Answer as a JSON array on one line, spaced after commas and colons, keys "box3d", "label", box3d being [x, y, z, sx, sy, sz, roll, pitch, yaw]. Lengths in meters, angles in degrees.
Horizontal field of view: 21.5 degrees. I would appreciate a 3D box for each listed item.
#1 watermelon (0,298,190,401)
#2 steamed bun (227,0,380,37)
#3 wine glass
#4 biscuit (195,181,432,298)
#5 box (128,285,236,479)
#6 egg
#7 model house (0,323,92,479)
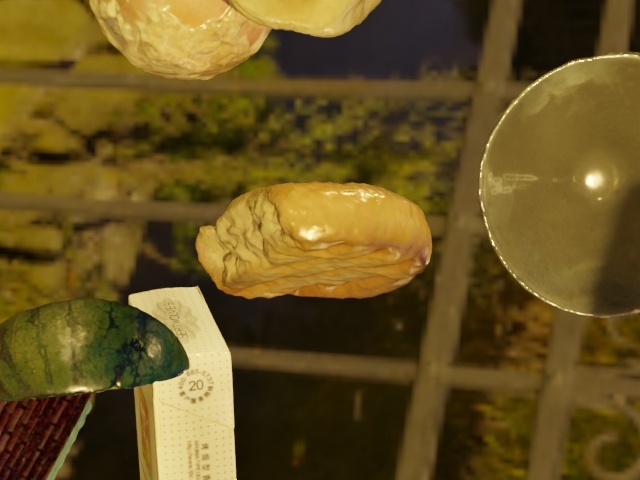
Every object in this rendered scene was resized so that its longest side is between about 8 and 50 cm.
[{"box3d": [-0.191, 0.102, 1.275, 0.075, 0.181, 0.092, -99, -177, -45], "label": "watermelon"}, {"box3d": [0.008, -0.255, 1.435, 0.155, 0.141, 0.172, -3, 113, -70], "label": "steamed bun"}, {"box3d": [0.296, -0.071, 1.839, 0.406, 0.267, 0.267, -59, 150, -84], "label": "wine glass"}, {"box3d": [0.000, -0.001, 1.718, 0.213, 0.274, 0.091, 6, 73, -28], "label": "biscuit"}, {"box3d": [-0.158, 0.244, 1.958, 0.210, 0.095, 0.330, -127, -148, -67], "label": "box"}, {"box3d": [-0.129, -0.252, 1.607, 0.233, 0.195, 0.195, -101, 178, -53], "label": "egg"}, {"box3d": [-0.427, 0.231, 1.954, 0.249, 0.230, 0.280, 89, 26, -71], "label": "model house"}]
